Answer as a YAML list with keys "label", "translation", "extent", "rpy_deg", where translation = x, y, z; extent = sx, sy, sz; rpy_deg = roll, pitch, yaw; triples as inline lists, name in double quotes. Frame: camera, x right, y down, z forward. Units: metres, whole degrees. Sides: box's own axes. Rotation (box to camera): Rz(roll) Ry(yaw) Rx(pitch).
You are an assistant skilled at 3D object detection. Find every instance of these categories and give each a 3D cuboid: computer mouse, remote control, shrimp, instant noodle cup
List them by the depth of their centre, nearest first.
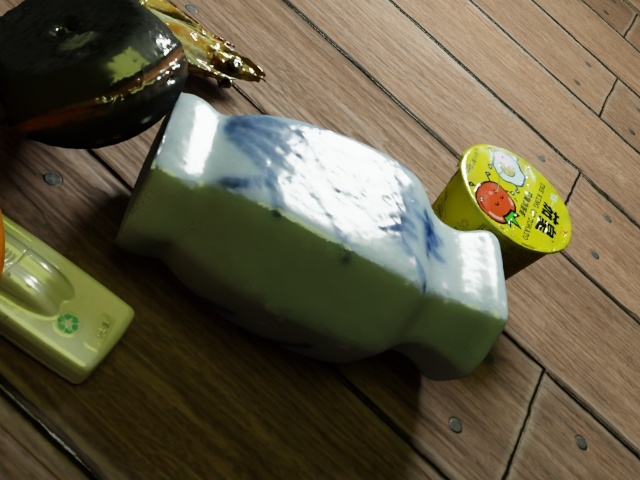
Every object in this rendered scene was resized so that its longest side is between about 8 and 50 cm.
- label: "remote control"
  translation: [-0.280, 0.030, 0.668]
  extent: [0.230, 0.049, 0.090]
  rpy_deg: [38, 44, -7]
- label: "computer mouse"
  translation: [-0.242, -0.175, 0.757]
  extent: [0.183, 0.116, 0.323]
  rpy_deg: [-26, 37, -15]
- label: "shrimp"
  translation: [-0.204, -0.280, 0.978]
  extent: [0.294, 0.062, 0.154]
  rpy_deg: [27, 38, -14]
- label: "instant noodle cup"
  translation: [0.225, -0.019, 1.017]
  extent: [0.182, 0.144, 0.182]
  rpy_deg: [19, 47, -22]

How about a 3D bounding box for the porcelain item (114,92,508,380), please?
- label: "porcelain item"
  translation: [0.000, 0.000, 0.806]
  extent: [0.405, 0.178, 0.242]
  rpy_deg: [25, 44, -18]

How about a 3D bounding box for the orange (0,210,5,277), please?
- label: "orange"
  translation: [-0.367, -0.006, 0.499]
  extent: [0.284, 0.226, 0.283]
  rpy_deg: [14, 55, -21]
